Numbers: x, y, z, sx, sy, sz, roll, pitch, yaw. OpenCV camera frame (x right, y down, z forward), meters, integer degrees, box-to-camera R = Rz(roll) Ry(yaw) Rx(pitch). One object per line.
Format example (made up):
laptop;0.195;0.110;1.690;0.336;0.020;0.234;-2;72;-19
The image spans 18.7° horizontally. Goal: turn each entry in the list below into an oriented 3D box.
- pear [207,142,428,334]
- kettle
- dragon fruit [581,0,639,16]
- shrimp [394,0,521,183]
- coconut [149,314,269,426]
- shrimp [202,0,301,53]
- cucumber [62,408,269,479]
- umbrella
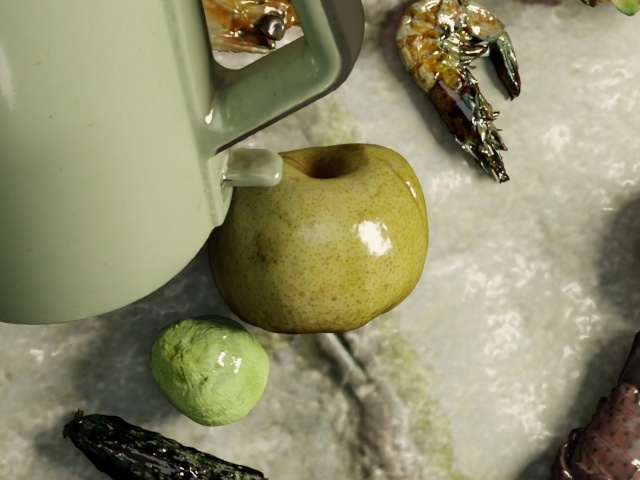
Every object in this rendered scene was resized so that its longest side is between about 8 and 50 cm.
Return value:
pear;0.000;0.000;1.456;0.167;0.167;0.136;-7;104;-10
kettle;-0.152;-0.147;1.275;0.361;0.376;0.250;6;52;9
dragon fruit;0.266;-0.275;1.537;0.137;0.135;0.236;33;61;-7
shrimp;0.124;-0.125;1.543;0.091;0.034;0.161;-28;91;-11
coconut;-0.084;0.098;1.472;0.088;0.096;0.088;-7;67;16
shrimp;-0.126;-0.219;1.496;0.294;0.062;0.154;19;76;-7
cucumber;-0.112;0.177;1.480;0.181;0.053;0.053;22;83;-5
umbrella;0.214;0.215;1.510;0.094;0.090;0.326;21;83;-4
